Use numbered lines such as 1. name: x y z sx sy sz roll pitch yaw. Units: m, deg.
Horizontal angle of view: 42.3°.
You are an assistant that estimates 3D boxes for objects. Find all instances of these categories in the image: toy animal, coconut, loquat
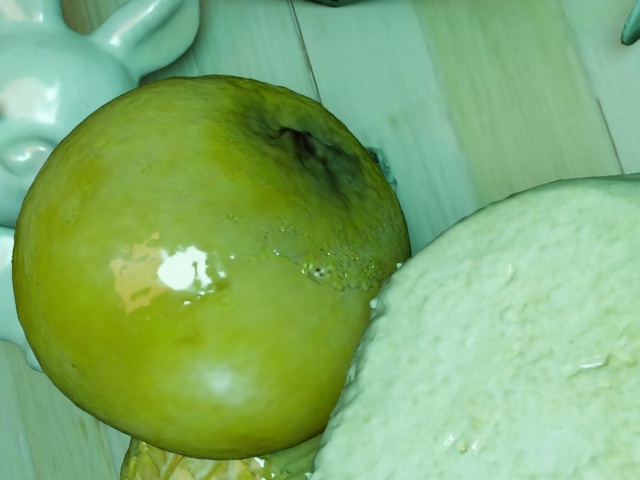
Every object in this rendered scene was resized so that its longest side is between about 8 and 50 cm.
1. toy animal: -0.245 -0.084 0.728 0.368 0.196 0.241 -64 24 25
2. coconut: 0.180 0.175 0.448 0.344 0.415 0.415 11 96 47
3. loquat: -0.067 0.016 0.555 0.263 0.263 0.263 0 90 27

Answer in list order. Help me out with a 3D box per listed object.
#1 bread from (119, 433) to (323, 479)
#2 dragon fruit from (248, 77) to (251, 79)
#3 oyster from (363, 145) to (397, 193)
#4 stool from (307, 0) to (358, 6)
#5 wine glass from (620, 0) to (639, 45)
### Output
1. bread: -0.075 0.209 0.699 0.240 0.139 0.240 -1 87 25
2. dragon fruit: -0.104 -0.065 0.732 0.083 0.106 0.162 4 95 28
3. oyster: 0.000 0.000 0.705 0.125 0.064 0.177 20 99 30
4. stool: 0.018 -0.316 0.573 0.269 0.170 0.244 10 96 59
5. wine glass: 0.316 -0.106 0.520 0.231 0.103 0.103 41 107 18
